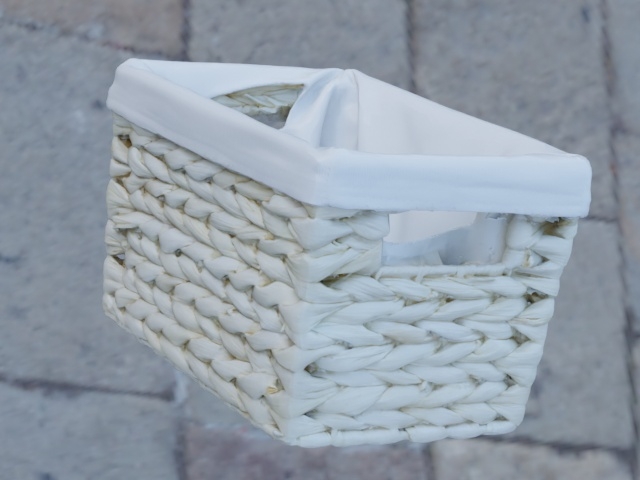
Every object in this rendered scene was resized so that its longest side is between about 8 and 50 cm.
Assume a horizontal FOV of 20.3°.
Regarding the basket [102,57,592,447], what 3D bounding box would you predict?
[{"bbox_3d":[0.000,0.000,0.647,0.113,0.167,0.103,0,106,-31],"label":"basket"}]
